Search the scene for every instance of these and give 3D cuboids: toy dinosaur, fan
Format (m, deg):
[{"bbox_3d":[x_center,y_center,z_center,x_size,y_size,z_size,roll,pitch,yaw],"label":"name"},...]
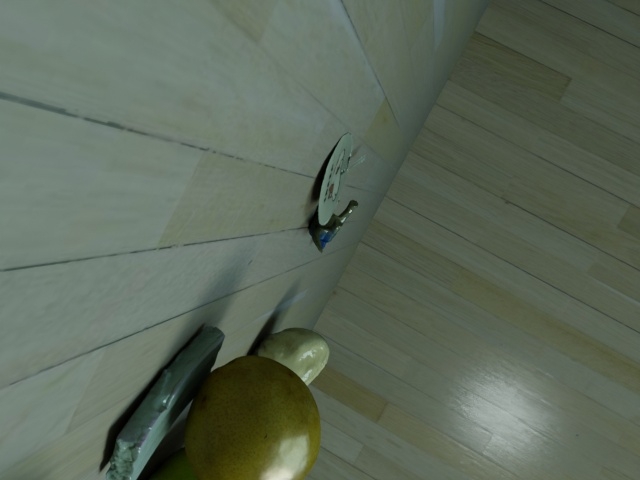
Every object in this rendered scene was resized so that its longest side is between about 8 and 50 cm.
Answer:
[{"bbox_3d":[0.000,0.000,1.455,0.188,0.075,0.248,-63,179,34],"label":"toy dinosaur"},{"bbox_3d":[0.049,-0.142,1.373,0.329,0.009,0.191,-46,151,-63],"label":"fan"}]

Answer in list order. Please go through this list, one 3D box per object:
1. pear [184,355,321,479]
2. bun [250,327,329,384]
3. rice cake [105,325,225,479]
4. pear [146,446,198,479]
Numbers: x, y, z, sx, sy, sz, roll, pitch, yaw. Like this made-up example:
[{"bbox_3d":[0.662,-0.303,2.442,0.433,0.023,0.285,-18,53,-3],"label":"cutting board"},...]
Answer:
[{"bbox_3d":[-0.102,0.272,0.984,0.209,0.208,0.209,-59,172,-13],"label":"pear"},{"bbox_3d":[-0.095,0.306,1.627,0.259,0.160,0.259,-43,168,-11],"label":"bun"},{"bbox_3d":[-0.215,0.228,0.941,0.237,0.043,0.127,-55,172,-52],"label":"rice cake"},{"bbox_3d":[-0.223,0.506,1.234,0.318,0.238,0.343,-74,152,-53],"label":"pear"}]
